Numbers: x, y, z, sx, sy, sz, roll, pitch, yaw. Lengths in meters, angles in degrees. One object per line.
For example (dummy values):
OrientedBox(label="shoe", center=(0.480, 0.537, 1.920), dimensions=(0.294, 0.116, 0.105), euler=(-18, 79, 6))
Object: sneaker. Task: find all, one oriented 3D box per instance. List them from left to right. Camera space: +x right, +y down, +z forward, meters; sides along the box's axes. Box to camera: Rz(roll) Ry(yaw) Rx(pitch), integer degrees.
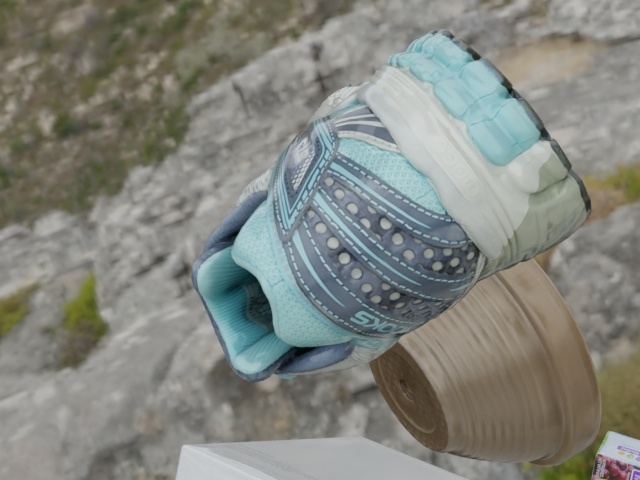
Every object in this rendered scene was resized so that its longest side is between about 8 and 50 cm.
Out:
OrientedBox(label="sneaker", center=(0.000, 0.000, 0.522), dimensions=(0.122, 0.110, 0.283), euler=(-35, -4, -10))

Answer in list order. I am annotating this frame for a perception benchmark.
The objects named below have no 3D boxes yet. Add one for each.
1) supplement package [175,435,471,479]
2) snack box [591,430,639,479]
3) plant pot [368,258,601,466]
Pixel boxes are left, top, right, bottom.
OrientedBox(label="supplement package", center=(-0.001, 0.316, 1.340), dimensions=(0.175, 0.178, 0.293), euler=(14, 5, 40))
OrientedBox(label="snack box", center=(0.272, 0.212, 0.956), dimensions=(0.141, 0.100, 0.037), euler=(16, 30, 23))
OrientedBox(label="plant pot", center=(0.115, 0.099, 1.065), dimensions=(0.109, 0.237, 0.237), euler=(-29, 24, -21))
